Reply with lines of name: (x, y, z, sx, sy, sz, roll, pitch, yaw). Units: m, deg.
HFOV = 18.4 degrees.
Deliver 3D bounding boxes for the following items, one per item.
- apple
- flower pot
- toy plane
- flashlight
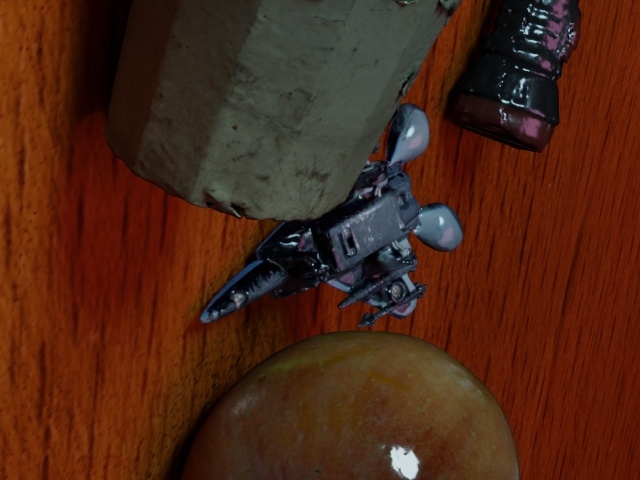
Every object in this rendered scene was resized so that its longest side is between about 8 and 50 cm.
apple: (0.023, 0.185, 1.355, 0.253, 0.253, 0.253, -49, 151, -41)
flower pot: (-0.014, -0.125, 1.053, 0.212, 0.212, 0.202, -31, 144, -57)
toy plane: (0.006, 0.000, 1.356, 0.246, 0.078, 0.169, -36, 114, -49)
flashlight: (0.179, -0.191, 1.587, 0.093, 0.093, 0.232, 21, 89, -68)
